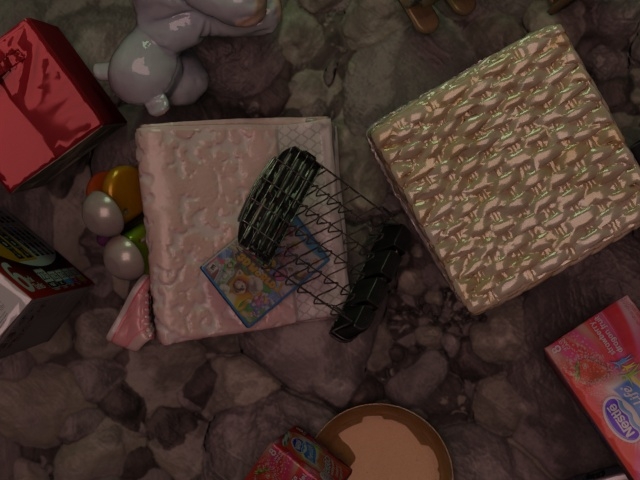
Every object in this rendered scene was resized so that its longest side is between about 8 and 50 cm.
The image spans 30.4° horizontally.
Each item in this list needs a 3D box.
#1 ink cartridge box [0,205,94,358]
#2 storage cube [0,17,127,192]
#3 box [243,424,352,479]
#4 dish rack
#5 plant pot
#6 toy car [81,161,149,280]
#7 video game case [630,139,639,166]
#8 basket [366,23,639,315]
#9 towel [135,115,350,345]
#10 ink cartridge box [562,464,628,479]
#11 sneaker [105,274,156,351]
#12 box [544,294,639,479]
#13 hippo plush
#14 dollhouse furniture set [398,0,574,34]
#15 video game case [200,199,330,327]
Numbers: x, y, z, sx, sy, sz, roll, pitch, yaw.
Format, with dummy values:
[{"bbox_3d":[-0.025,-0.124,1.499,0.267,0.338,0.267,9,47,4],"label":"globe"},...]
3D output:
[{"bbox_3d":[-0.521,0.038,1.767,0.272,0.309,0.130,39,95,2],"label":"ink cartridge box"},{"bbox_3d":[-0.440,-0.204,1.804,0.183,0.215,0.193,-36,95,5],"label":"storage cube"},{"bbox_3d":[-0.081,0.427,1.813,0.122,0.128,0.257,38,104,11],"label":"box"},{"bbox_3d":[0.000,0.000,1.759,0.271,0.074,0.208,36,65,-18],"label":"dish rack"},{"bbox_3d":[0.092,0.373,1.867,0.236,0.032,0.236,0,93,5],"label":"plant pot"},{"bbox_3d":[-0.303,-0.030,1.838,0.136,0.159,0.182,-5,116,45],"label":"toy car"},{"bbox_3d":[0.570,-0.051,1.714,0.035,0.248,0.275,-30,89,39],"label":"video game case"},{"bbox_3d":[0.269,-0.103,1.718,0.331,0.266,0.328,-29,90,7],"label":"basket"},{"bbox_3d":[-0.113,-0.022,1.805,0.316,0.053,0.332,-6,91,-17],"label":"towel"},{"bbox_3d":[0.501,0.436,1.818,0.311,0.065,0.186,-17,92,8],"label":"ink cartridge box"},{"bbox_3d":[-0.283,0.117,1.881,0.070,0.051,0.134,30,98,2],"label":"sneaker"},{"bbox_3d":[0.474,0.250,1.737,0.154,0.142,0.300,-33,74,4],"label":"box"},{"bbox_3d":[-0.206,-0.299,1.758,0.234,0.294,0.237,26,103,25],"label":"hippo plush"},{"bbox_3d":[0.266,-0.389,1.737,0.242,0.212,0.161,-30,88,-22],"label":"dollhouse furniture set"},{"bbox_3d":[-0.082,0.035,1.778,0.166,0.015,0.119,-40,101,-14],"label":"video game case"}]
